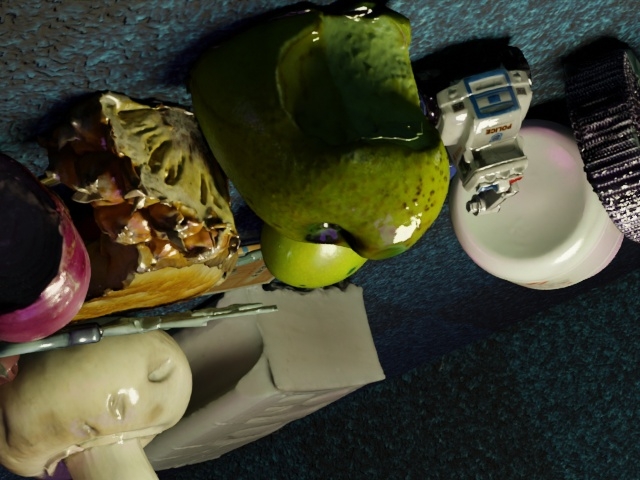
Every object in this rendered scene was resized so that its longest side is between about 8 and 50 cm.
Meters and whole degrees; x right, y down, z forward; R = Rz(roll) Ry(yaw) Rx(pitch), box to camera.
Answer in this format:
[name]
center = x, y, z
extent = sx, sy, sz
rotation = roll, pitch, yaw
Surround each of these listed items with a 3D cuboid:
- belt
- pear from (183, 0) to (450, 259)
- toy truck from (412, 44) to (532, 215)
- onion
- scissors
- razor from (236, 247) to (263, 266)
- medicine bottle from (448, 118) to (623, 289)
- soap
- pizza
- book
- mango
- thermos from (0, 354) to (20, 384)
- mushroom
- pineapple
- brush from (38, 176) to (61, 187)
[belt]
center = 0.440, -0.130, 1.916
extent = 0.122, 0.260, 0.325
rotation = -22, 166, 25
[pear]
center = 0.006, -0.102, 1.443
extent = 0.238, 0.255, 0.164
rotation = -9, 163, -24
[toy truck]
center = 0.189, -0.129, 1.736
extent = 0.161, 0.177, 0.213
rotation = -16, 165, -16
[onion]
center = -0.336, 0.010, 1.452
extent = 0.207, 0.200, 0.200
rotation = 19, 166, 7
[scissors]
center = -0.251, 0.117, 1.863
extent = 0.383, 0.029, 0.256
rotation = -7, 180, -8
[razor]
center = -0.074, 0.011, 2.115
extent = 0.211, 0.036, 0.084
rotation = -12, 149, -40
[medicine bottle]
center = 0.345, -0.045, 2.111
extent = 0.241, 0.241, 0.302
rotation = -26, 165, 17
[soap]
center = -0.152, 0.248, 2.528
extent = 0.435, 0.213, 0.350
rotation = -30, 164, 33
[pizza]
center = -0.314, 0.041, 1.773
extent = 0.406, 0.130, 0.440
rotation = -14, 174, 7
[book]
center = -0.139, 0.046, 2.202
extent = 0.241, 0.018, 0.170
rotation = -9, 160, -38
[mango]
center = 0.000, 0.000, 2.004
extent = 0.175, 0.143, 0.293
rotation = -26, 171, -2
[thermos]
center = -0.583, 0.234, 2.074
extent = 0.330, 0.109, 0.136
rotation = -26, 164, 17
[mushroom]
center = -0.360, 0.280, 2.228
extent = 0.353, 0.353, 0.325
rotation = -23, -166, 5
[pineapple]
center = -0.184, -0.073, 1.498
extent = 0.114, 0.186, 0.236
rotation = -29, 120, 38
[brush]
center = -0.305, -0.070, 1.586
extent = 0.218, 0.010, 0.082
rotation = -22, 165, 2
